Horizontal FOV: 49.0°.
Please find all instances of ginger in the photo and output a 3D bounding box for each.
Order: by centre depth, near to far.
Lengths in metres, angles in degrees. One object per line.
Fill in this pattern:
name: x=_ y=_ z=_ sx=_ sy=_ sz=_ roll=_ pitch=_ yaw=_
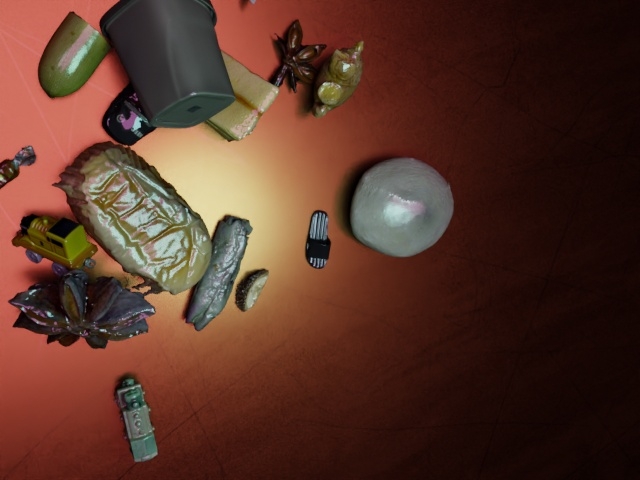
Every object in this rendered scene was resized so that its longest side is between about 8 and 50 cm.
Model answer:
ginger: x=0.045 y=-0.410 z=1.766 sx=0.102 sy=0.157 sz=0.216 roll=34 pitch=113 yaw=5

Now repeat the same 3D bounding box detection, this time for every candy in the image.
candy: x=-0.723 y=-0.149 z=1.587 sx=0.182 sy=0.046 sz=0.053 roll=-38 pitch=107 yaw=-9
candy: x=0.222 y=-0.087 z=1.871 sx=0.296 sy=0.185 sz=0.295 roll=-6 pitch=106 yaw=-20

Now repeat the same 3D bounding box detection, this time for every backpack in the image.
backpack: x=-0.427 y=-0.298 z=1.641 sx=0.120 sy=0.106 sz=0.165 roll=37 pitch=82 yaw=-25

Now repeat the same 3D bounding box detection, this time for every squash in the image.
squash: x=-0.564 y=-0.404 z=1.575 sx=0.123 sy=0.123 sz=0.186 roll=35 pitch=89 yaw=-21

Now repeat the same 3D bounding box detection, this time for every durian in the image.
durian: x=-0.177 y=0.128 z=1.826 sx=0.066 sy=0.052 sz=0.130 roll=31 pitch=86 yaw=-24

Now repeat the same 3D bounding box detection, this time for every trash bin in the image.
trash bin: x=-0.322 y=-0.394 z=1.542 sx=0.219 sy=0.220 sz=0.250 roll=-11 pitch=78 yaw=-57

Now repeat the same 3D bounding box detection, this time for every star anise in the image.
star anise: x=-0.539 y=0.159 z=1.607 sx=0.332 sy=0.331 sz=0.117 roll=11 pitch=58 yaw=-21
star anise: x=-0.051 y=-0.452 z=1.784 sx=0.157 sy=0.053 sz=0.212 roll=6 pitch=95 yaw=-20

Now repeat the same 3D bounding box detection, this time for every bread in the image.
bread: x=-0.416 y=-0.054 z=1.635 sx=0.236 sy=0.183 sz=0.388 roll=-42 pitch=114 yaw=-19
bread: x=-0.253 y=-0.370 z=1.664 sx=0.264 sy=0.163 sz=0.167 roll=36 pitch=86 yaw=-21

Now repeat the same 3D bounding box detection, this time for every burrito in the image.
burrito: x=-0.255 y=0.085 z=1.784 sx=0.096 sy=0.066 sz=0.309 roll=22 pitch=90 yaw=-17

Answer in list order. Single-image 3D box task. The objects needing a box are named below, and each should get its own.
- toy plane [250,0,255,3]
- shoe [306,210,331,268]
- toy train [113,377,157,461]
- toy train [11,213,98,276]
toy plane: x=-0.202 y=-0.699 z=1.668 sx=0.251 sy=0.101 sz=0.255 roll=-43 pitch=106 yaw=-9
shoe: x=0.000 y=0.000 z=1.873 sx=0.062 sy=0.053 sz=0.159 roll=2 pitch=95 yaw=-24
toy train: x=-0.454 y=0.442 z=1.734 sx=0.081 sy=0.125 sz=0.193 roll=-15 pitch=103 yaw=-21
toy train: x=-0.601 y=0.000 z=1.584 sx=0.089 sy=0.220 sz=0.127 roll=-54 pitch=159 yaw=-41
